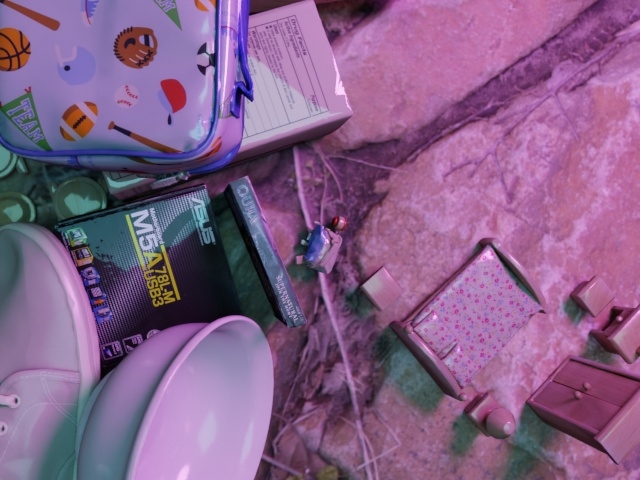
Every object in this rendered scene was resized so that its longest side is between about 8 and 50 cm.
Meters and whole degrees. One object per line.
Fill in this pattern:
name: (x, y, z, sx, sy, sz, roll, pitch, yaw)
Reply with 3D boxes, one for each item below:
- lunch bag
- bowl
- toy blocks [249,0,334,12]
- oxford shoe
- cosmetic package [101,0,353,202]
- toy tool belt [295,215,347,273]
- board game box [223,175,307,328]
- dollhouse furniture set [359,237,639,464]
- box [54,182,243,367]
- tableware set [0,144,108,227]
lunch bag: (-0.179, -0.203, 0.564, 0.243, 0.115, 0.303, 1, 90, 4)
bowl: (-0.175, 0.219, 0.663, 0.134, 0.298, 0.297, 10, 87, 20)
toy blocks: (-0.037, -0.437, 0.732, 0.382, 0.190, 0.260, -9, 79, -5)
oxford shoe: (-0.342, 0.203, 0.648, 0.130, 0.169, 0.448, 0, 92, -56)
cosmetic package: (-0.131, -0.166, 0.720, 0.296, 0.129, 0.153, -19, 92, -11)
toy tool belt: (0.000, 0.000, 0.788, 0.051, 0.052, 0.083, 21, 85, -20)
board game box: (-0.072, 0.015, 0.733, 0.026, 0.126, 0.186, -23, 95, -12)
dollhouse furniture set: (0.289, 0.098, 0.788, 0.303, 0.174, 0.355, -42, 98, -10)
box: (-0.207, 0.042, 0.734, 0.184, 0.045, 0.190, -15, 102, -10)
tableware set: (-0.352, -0.077, 0.727, 0.169, 0.020, 0.140, -11, 93, -12)
